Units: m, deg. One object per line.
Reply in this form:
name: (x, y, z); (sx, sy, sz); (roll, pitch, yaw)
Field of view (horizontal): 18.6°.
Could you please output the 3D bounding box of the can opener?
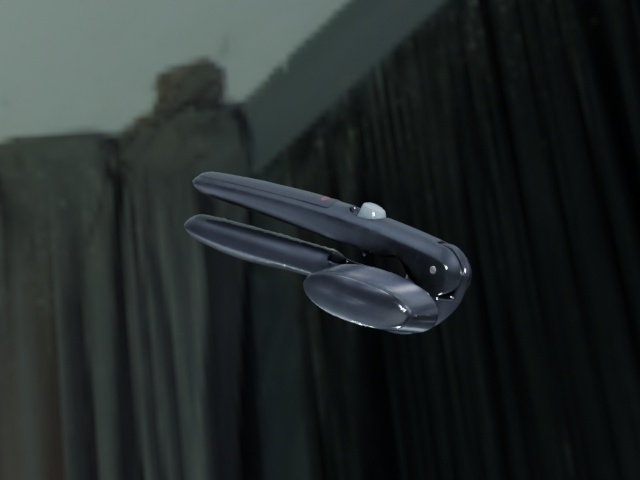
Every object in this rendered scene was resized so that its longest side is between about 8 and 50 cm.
can opener: (0.000, 0.000, 1.034); (0.186, 0.059, 0.073); (26, -174, 37)
